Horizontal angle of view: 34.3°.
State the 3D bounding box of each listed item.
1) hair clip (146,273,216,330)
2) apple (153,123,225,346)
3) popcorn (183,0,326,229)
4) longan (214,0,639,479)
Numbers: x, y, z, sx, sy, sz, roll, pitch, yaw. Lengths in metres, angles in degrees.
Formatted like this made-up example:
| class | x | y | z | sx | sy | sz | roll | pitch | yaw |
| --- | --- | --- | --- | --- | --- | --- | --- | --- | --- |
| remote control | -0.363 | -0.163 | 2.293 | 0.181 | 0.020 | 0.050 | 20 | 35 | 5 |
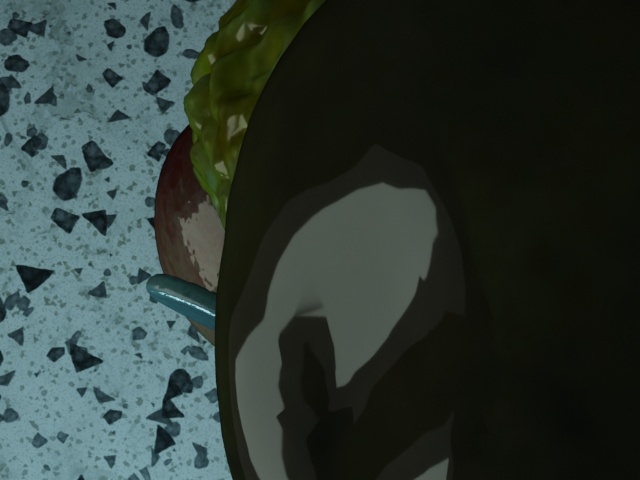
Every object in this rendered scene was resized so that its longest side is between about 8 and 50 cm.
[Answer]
| class | x | y | z | sx | sy | sz | roll | pitch | yaw |
| --- | --- | --- | --- | --- | --- | --- | --- | --- | --- |
| hair clip | 0.055 | 0.205 | 0.817 | 0.318 | 0.392 | 0.238 | 52 | -131 | -60 |
| apple | 0.000 | 0.000 | 1.009 | 0.345 | 0.344 | 0.269 | 84 | 168 | -73 |
| popcorn | 0.026 | -0.077 | 0.729 | 0.258 | 0.224 | 0.270 | 49 | -159 | 5 |
| longan | 0.094 | 0.044 | 0.438 | 0.288 | 0.288 | 0.350 | 133 | 122 | -85 |
